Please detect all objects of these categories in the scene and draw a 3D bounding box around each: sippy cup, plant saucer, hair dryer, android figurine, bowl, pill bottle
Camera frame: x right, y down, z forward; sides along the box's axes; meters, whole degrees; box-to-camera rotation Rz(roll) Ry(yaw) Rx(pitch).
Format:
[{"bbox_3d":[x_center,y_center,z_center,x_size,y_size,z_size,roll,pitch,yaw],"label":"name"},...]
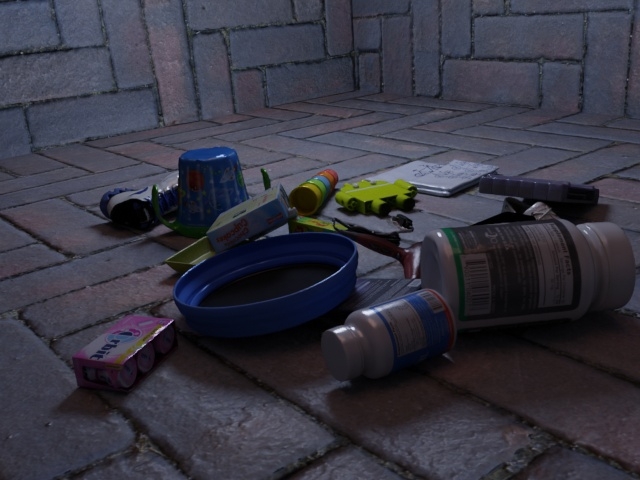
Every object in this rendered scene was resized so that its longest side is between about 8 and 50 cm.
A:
[{"bbox_3d":[-0.313,-0.148,2.083,0.240,0.224,0.305,9,23,32],"label":"sippy cup"},{"bbox_3d":[-0.256,0.047,1.791,0.189,0.045,0.188,6,22,25],"label":"plant saucer"},{"bbox_3d":[0.166,0.034,1.650,0.224,0.080,0.293,-6,31,-25],"label":"hair dryer"},{"bbox_3d":[0.167,-0.138,2.215,0.248,0.056,0.273,-12,23,-21],"label":"android figurine"},{"bbox_3d":[-0.108,0.087,1.512,0.391,0.077,0.391,-12,19,4],"label":"bowl"},{"bbox_3d":[0.388,0.064,1.380,0.361,0.204,0.204,-4,20,-6],"label":"pill bottle"},{"bbox_3d":[0.117,0.169,1.263,0.222,0.124,0.124,-15,22,-26],"label":"pill bottle"}]

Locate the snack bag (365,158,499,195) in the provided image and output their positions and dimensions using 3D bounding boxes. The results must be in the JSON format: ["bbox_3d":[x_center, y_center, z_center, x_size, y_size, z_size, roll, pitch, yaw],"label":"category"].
[{"bbox_3d":[0.374,-0.222,2.432,0.343,0.037,0.323,13,26,40],"label":"snack bag"}]

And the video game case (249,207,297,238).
[{"bbox_3d":[-0.126,-0.039,1.890,0.143,0.019,0.157,-27,-3,-3],"label":"video game case"}]

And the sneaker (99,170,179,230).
[{"bbox_3d":[-0.497,-0.104,2.175,0.316,0.127,0.182,-17,26,-15],"label":"sneaker"}]

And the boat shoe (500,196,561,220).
[{"bbox_3d":[0.547,-0.049,1.821,0.098,0.096,0.277,-14,22,-24],"label":"boat shoe"}]

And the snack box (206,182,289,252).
[{"bbox_3d":[-0.173,-0.062,1.806,0.187,0.060,0.322,-27,10,4],"label":"snack box"}]

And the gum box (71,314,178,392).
[{"bbox_3d":[-0.359,0.208,1.336,0.107,0.062,0.188,3,21,20],"label":"gum box"}]

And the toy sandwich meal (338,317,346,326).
[{"bbox_3d":[0.072,0.159,1.437,0.086,0.029,0.085,-4,20,1],"label":"toy sandwich meal"}]

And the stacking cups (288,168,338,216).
[{"bbox_3d":[-0.003,-0.163,2.267,0.096,0.096,0.316,3,19,18],"label":"stacking cups"}]

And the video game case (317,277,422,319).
[{"bbox_3d":[0.066,0.118,1.494,0.274,0.026,0.196,-2,14,32],"label":"video game case"}]

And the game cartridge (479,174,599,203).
[{"bbox_3d":[0.605,-0.141,1.988,0.230,0.068,0.355,15,10,34],"label":"game cartridge"}]

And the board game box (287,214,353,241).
[{"bbox_3d":[0.000,0.000,1.801,0.181,0.092,0.043,14,27,40],"label":"board game box"}]

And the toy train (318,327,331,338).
[{"bbox_3d":[0.075,0.184,1.376,0.158,0.027,0.036,-2,31,6],"label":"toy train"}]

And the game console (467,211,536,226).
[{"bbox_3d":[0.440,-0.002,1.668,0.213,0.043,0.361,-21,14,-14],"label":"game console"}]
